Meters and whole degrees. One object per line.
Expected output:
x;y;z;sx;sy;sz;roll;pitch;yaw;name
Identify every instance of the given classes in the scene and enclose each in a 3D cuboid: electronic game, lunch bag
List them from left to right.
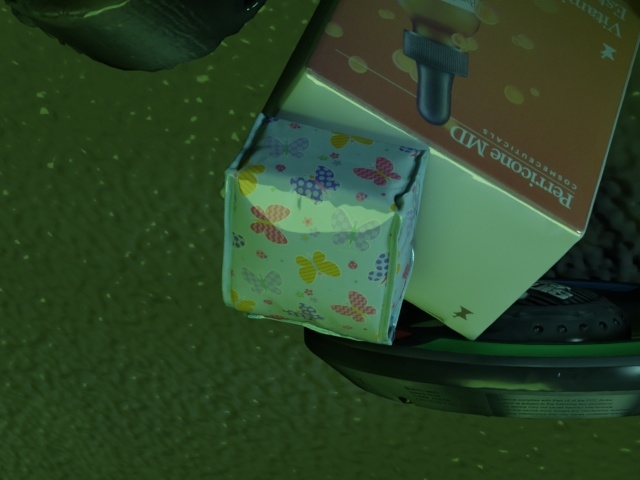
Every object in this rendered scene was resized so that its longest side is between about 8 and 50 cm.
0.000;0.000;0.549;0.071;0.053;0.083;13;129;10;lunch bag
0.106;0.043;0.701;0.229;0.229;0.048;3;98;23;electronic game

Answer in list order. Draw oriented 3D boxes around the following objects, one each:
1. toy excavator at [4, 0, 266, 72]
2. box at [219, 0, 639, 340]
-0.218;-0.226;0.511;0.445;0.433;0.222;39;-175;29;toy excavator
0.055;-0.068;0.622;0.130;0.170;0.091;30;139;-8;box
